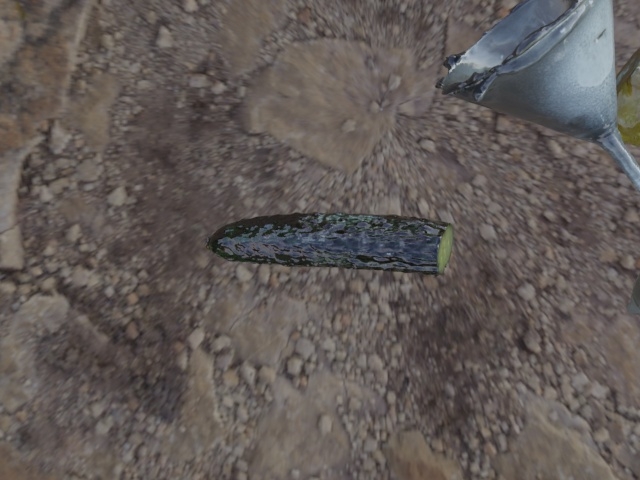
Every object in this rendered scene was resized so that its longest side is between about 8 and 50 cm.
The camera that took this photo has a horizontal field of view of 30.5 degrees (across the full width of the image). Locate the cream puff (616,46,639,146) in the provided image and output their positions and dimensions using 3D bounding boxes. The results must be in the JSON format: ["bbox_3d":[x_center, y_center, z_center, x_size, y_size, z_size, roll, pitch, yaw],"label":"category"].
[{"bbox_3d":[0.384,-0.157,1.313,0.116,0.146,0.146,32,97,-1],"label":"cream puff"}]

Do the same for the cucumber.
[{"bbox_3d":[0.000,0.000,1.301,0.293,0.067,0.067,3,97,21],"label":"cucumber"}]

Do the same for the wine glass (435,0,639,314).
[{"bbox_3d":[0.162,-0.052,0.650,0.122,0.122,0.183,-38,104,6],"label":"wine glass"}]
